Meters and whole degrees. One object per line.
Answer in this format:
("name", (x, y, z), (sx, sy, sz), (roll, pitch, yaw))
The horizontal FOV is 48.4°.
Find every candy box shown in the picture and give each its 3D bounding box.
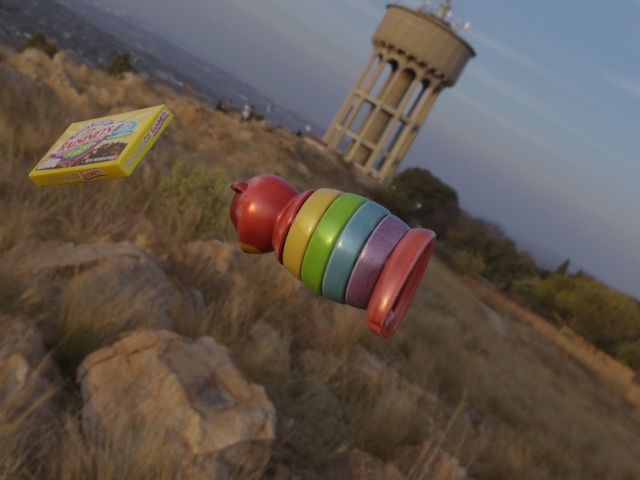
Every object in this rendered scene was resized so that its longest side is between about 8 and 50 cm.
("candy box", (-0.282, -0.119, 0.907), (0.206, 0.105, 0.027), (-1, -43, 40))

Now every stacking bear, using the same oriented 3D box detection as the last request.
("stacking bear", (0.000, 0.000, 1.013), (0.289, 0.164, 0.175), (26, -4, 15))
